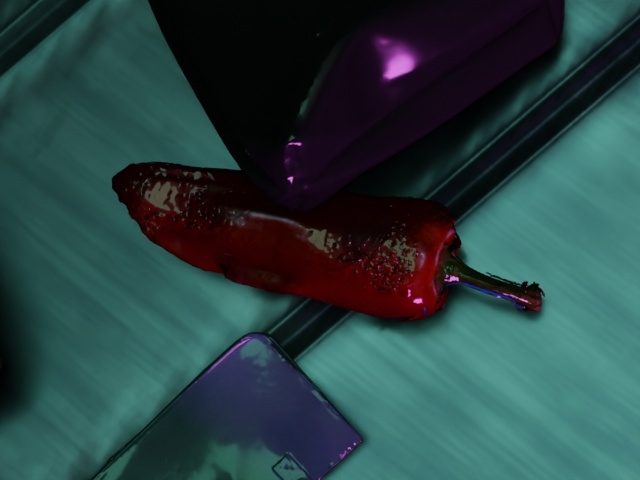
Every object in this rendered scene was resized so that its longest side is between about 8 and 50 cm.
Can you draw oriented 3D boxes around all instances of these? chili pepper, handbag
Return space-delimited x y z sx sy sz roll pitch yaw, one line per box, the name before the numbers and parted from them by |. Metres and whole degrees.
chili pepper | 0.000 0.000 1.395 0.387 0.110 0.110 13 83 14
handbag | -0.087 0.196 1.405 0.221 0.057 0.144 -42 84 -1
handbag | 0.016 -0.219 1.391 0.342 0.152 0.288 -34 62 -18

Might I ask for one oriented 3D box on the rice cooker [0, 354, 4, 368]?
rice cooker | -0.353 0.065 1.421 0.127 0.145 0.206 -14 75 -6
